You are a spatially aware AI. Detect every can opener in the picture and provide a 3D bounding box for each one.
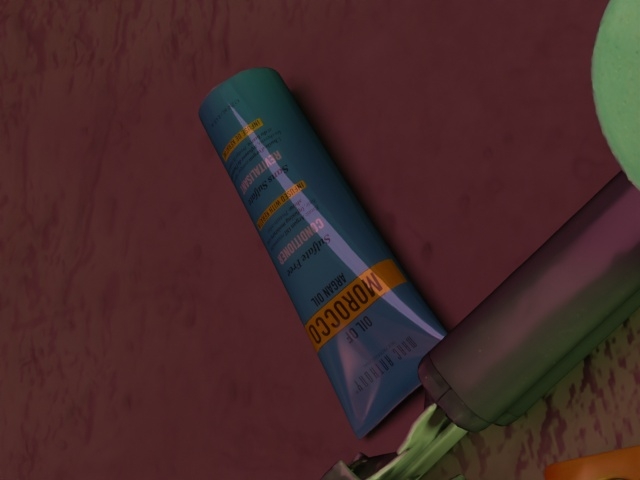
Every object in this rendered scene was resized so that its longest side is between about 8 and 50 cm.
[{"bbox_3d":[0.098,0.081,0.770,0.283,0.076,0.095,-45,71,19],"label":"can opener"}]

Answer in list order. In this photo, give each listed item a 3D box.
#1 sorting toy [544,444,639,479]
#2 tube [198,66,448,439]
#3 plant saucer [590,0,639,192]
[{"bbox_3d":[0.158,0.264,0.702,0.196,0.047,0.347,-3,79,32],"label":"sorting toy"},{"bbox_3d":[0.000,0.000,0.875,0.080,0.052,0.207,-46,63,34],"label":"tube"},{"bbox_3d":[0.217,-0.067,0.697,0.195,0.037,0.195,-5,62,9],"label":"plant saucer"}]
